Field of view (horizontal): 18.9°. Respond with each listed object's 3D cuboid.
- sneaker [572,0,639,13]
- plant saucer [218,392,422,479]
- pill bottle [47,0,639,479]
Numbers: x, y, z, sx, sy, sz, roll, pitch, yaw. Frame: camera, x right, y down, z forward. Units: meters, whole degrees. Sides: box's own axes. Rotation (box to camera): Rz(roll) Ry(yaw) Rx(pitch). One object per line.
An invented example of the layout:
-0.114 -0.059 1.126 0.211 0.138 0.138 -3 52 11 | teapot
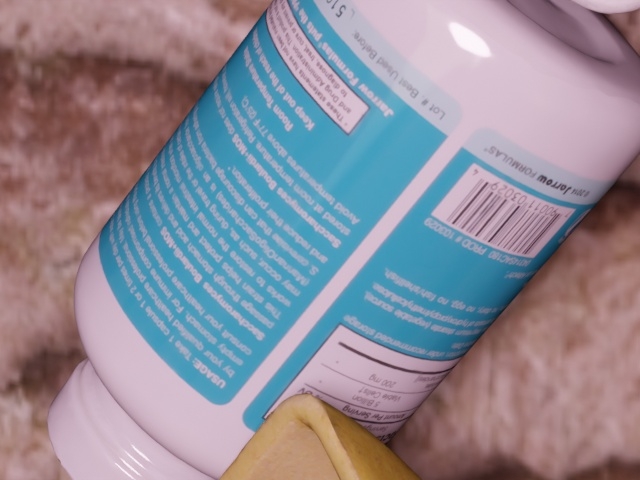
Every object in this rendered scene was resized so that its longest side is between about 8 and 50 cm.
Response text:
0.169 -0.154 0.705 0.212 0.094 0.080 -26 96 2 | sneaker
0.024 0.271 0.741 0.333 0.081 0.333 61 139 24 | plant saucer
0.000 0.000 0.761 0.146 0.146 0.264 46 112 16 | pill bottle
